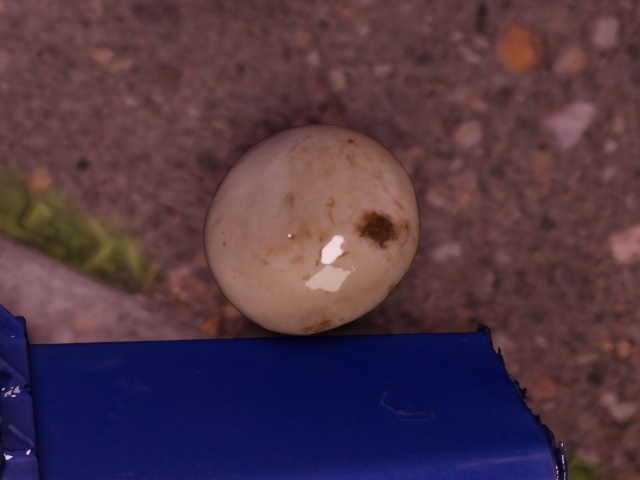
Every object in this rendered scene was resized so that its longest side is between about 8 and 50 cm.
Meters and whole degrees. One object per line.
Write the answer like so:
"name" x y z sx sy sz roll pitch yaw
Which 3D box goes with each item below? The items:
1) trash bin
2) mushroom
"trash bin" -0.032 0.107 0.679 0.235 0.162 0.184 -6 118 -9
"mushroom" 0.000 0.000 0.677 0.085 0.085 0.079 -25 151 7
